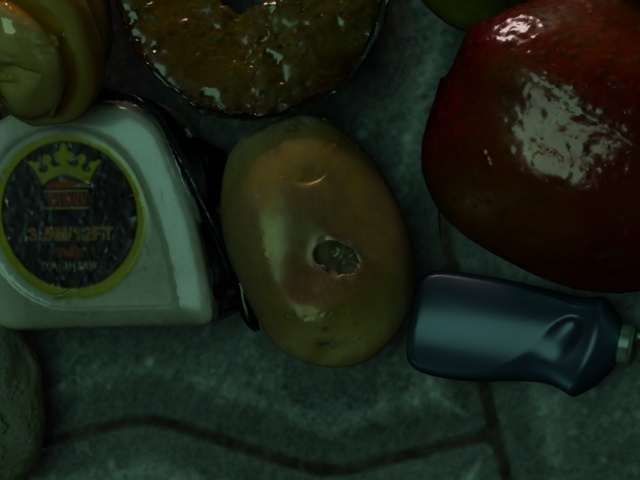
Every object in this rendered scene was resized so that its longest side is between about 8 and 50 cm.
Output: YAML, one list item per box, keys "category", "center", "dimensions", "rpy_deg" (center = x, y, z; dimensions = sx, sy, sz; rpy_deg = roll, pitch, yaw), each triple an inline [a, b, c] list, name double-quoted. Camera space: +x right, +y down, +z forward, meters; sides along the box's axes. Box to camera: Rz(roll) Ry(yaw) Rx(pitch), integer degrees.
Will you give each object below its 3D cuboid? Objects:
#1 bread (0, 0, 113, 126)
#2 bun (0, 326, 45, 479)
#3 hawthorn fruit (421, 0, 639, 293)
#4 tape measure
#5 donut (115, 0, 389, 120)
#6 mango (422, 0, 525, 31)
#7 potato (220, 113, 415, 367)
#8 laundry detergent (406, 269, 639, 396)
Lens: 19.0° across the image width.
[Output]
- category: "bread"
  center: [-0.253, -0.228, 1.718]
  dimensions: [0.121, 0.173, 0.311]
  rpy_deg: [-11, 41, -7]
- category: "bun"
  center: [-0.381, 0.163, 1.815]
  dimensions: [0.239, 0.141, 0.239]
  rpy_deg: [2, 94, 26]
- category: "hawthorn fruit"
  center: [0.244, -0.071, 1.546]
  dimensions: [0.300, 0.254, 0.254]
  rpy_deg: [29, 98, 29]
- category: "tape measure"
  center: [-0.179, -0.035, 1.764]
  dimensions: [0.271, 0.133, 0.231]
  rpy_deg: [0, 96, 19]
- category: "donut"
  center: [-0.071, -0.232, 1.711]
  dimensions: [0.272, 0.107, 0.272]
  rpy_deg: [1, 80, -7]
- category: "mango"
  center: [0.108, -0.314, 1.662]
  dimensions: [0.146, 0.129, 0.289]
  rpy_deg: [-12, 79, 34]
- category: "potato"
  center: [0.000, 0.000, 1.683]
  dimensions: [0.150, 0.146, 0.234]
  rpy_deg: [-21, 76, 17]
- category: "laundry detergent"
  center: [0.182, 0.083, 1.668]
  dimensions: [0.206, 0.061, 0.096]
  rpy_deg: [6, 83, 18]
